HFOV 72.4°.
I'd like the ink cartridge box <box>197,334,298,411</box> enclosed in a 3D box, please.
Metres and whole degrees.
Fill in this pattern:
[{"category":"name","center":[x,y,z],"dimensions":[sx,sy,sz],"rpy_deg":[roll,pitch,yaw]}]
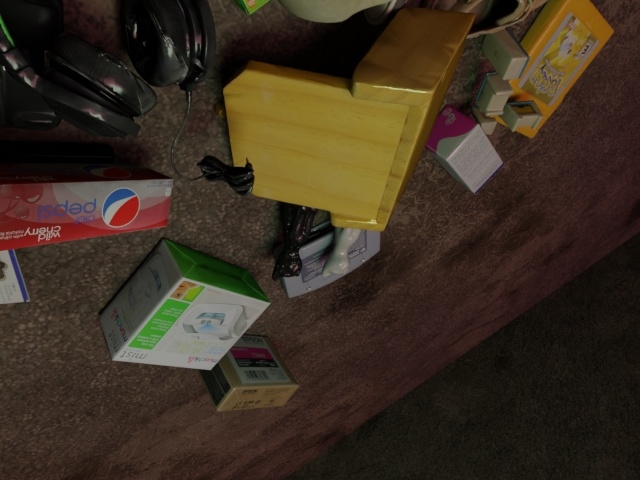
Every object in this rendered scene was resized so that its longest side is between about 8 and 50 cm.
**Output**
[{"category":"ink cartridge box","center":[-0.200,0.343,1.162],"dimensions":[0.235,0.193,0.088],"rpy_deg":[19,113,-49]}]

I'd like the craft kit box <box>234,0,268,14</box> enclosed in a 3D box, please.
[{"category":"craft kit box","center":[-0.058,-0.473,0.553],"dimensions":[0.250,0.061,0.246],"rpy_deg":[-37,140,-2]}]

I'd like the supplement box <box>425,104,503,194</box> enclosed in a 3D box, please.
[{"category":"supplement box","center":[0.358,-0.224,1.108],"dimensions":[0.114,0.111,0.220],"rpy_deg":[-49,142,13]}]

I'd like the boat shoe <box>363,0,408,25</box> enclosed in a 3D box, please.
[{"category":"boat shoe","center":[0.160,-0.498,0.661],"dimensions":[0.096,0.112,0.335],"rpy_deg":[-6,129,-30]}]

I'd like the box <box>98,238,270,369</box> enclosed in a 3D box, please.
[{"category":"box","center":[-0.288,0.150,0.949],"dimensions":[0.231,0.127,0.262],"rpy_deg":[-48,143,9]}]

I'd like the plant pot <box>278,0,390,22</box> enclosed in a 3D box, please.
[{"category":"plant pot","center":[-0.019,-0.394,0.400],"dimensions":[0.334,0.334,0.305],"rpy_deg":[-44,155,6]}]

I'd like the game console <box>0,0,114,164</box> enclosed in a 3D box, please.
[{"category":"game console","center":[-0.393,-0.170,0.596],"dimensions":[0.213,0.044,0.361],"rpy_deg":[-6,134,-36]}]

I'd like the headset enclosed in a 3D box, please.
[{"category":"headset","center":[-0.215,-0.215,0.541],"dimensions":[0.243,0.185,0.394],"rpy_deg":[-48,141,-19]}]

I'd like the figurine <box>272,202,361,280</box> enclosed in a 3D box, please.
[{"category":"figurine","center":[0.000,0.000,1.009],"dimensions":[0.215,0.092,0.209],"rpy_deg":[1,117,-28]}]

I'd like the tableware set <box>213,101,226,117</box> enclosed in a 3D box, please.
[{"category":"tableware set","center":[-0.116,-0.226,0.788],"dimensions":[0.154,0.024,0.104],"rpy_deg":[3,130,-43]}]

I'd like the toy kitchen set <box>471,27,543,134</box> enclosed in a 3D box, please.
[{"category":"toy kitchen set","center":[0.448,-0.366,1.009],"dimensions":[0.166,0.122,0.207],"rpy_deg":[-7,147,-9]}]

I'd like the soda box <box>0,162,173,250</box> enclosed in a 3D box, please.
[{"category":"soda box","center":[-0.337,-0.055,0.598],"dimensions":[0.263,0.092,0.083],"rpy_deg":[-16,125,-57]}]

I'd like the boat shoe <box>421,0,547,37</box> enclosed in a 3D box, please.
[{"category":"boat shoe","center":[0.361,-0.466,0.861],"dimensions":[0.341,0.110,0.121],"rpy_deg":[-27,141,-15]}]

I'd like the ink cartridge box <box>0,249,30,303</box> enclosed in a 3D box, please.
[{"category":"ink cartridge box","center":[-0.590,0.029,0.579],"dimensions":[0.333,0.065,0.165],"rpy_deg":[-3,131,-23]}]

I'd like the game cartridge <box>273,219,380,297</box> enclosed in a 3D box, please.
[{"category":"game cartridge","center":[0.025,0.032,1.147],"dimensions":[0.294,0.060,0.196],"rpy_deg":[-26,138,-16]}]

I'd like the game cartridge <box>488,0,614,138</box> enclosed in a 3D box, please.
[{"category":"game cartridge","center":[0.580,-0.437,1.125],"dimensions":[0.285,0.052,0.323],"rpy_deg":[3,125,-42]}]

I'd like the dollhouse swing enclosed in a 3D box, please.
[{"category":"dollhouse swing","center":[0.043,-0.230,0.805],"dimensions":[0.315,0.305,0.346],"rpy_deg":[-60,167,-30]}]
